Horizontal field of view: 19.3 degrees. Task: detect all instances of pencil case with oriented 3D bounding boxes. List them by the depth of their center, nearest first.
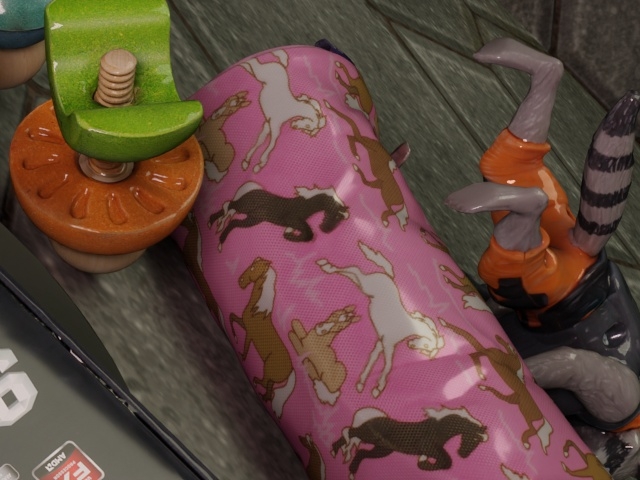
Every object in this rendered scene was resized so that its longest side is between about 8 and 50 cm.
[{"bbox_3d":[0.039,0.062,1.107,0.386,0.167,0.160,59,-13,30],"label":"pencil case"}]

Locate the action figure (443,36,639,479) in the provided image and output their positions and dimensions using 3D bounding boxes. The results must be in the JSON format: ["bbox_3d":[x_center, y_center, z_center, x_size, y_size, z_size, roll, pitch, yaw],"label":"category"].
[{"bbox_3d":[0.178,0.066,1.350,0.341,0.179,0.330,-96,169,-55],"label":"action figure"}]

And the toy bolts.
[{"bbox_3d":[-0.182,-0.089,1.006,0.218,0.158,0.228,-4,54,-17],"label":"toy bolts"}]

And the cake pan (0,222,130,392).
[{"bbox_3d":[-0.174,0.054,0.766,0.293,0.054,0.293,43,18,-18],"label":"cake pan"}]

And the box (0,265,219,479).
[{"bbox_3d":[-0.153,0.091,0.538,0.175,0.051,0.220,44,47,8],"label":"box"}]
